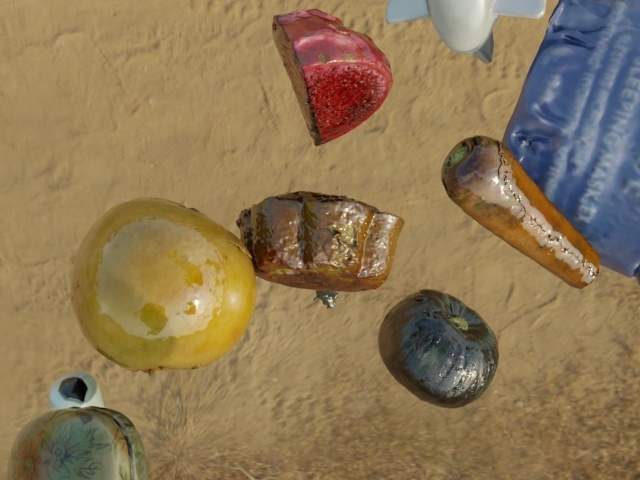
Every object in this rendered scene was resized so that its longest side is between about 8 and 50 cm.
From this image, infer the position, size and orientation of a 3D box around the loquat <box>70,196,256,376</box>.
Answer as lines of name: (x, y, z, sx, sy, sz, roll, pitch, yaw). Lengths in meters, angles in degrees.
loquat: (-0.214, 0.060, 1.214, 0.263, 0.263, 0.263, 2, 76, -9)

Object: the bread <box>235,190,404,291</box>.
bread: (-0.004, -0.004, 1.313, 0.247, 0.232, 0.135, 8, 75, -8)

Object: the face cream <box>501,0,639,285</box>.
face cream: (0.283, -0.088, 0.744, 0.225, 0.249, 0.249, 20, 73, 18)

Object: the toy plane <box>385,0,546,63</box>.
toy plane: (0.127, -0.281, 0.696, 0.267, 0.122, 0.267, -2, 85, 27)

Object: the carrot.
carrot: (0.154, -0.019, 0.664, 0.161, 0.055, 0.055, 37, 71, -29)

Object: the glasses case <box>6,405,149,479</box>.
glasses case: (-0.230, 0.378, 0.855, 0.156, 0.098, 0.425, -15, 76, 29)

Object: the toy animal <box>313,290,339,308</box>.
toy animal: (0.016, 0.101, 1.919, 0.065, 0.135, 0.047, 19, 50, 19)

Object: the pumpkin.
pumpkin: (0.216, 0.199, 1.608, 0.233, 0.163, 0.233, 26, 29, -15)

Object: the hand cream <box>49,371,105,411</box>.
hand cream: (-0.359, 0.328, 1.343, 0.067, 0.320, 0.109, 32, 47, 31)

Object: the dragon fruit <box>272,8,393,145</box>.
dragon fruit: (0.016, -0.253, 1.320, 0.189, 0.261, 0.163, 6, 69, 5)
